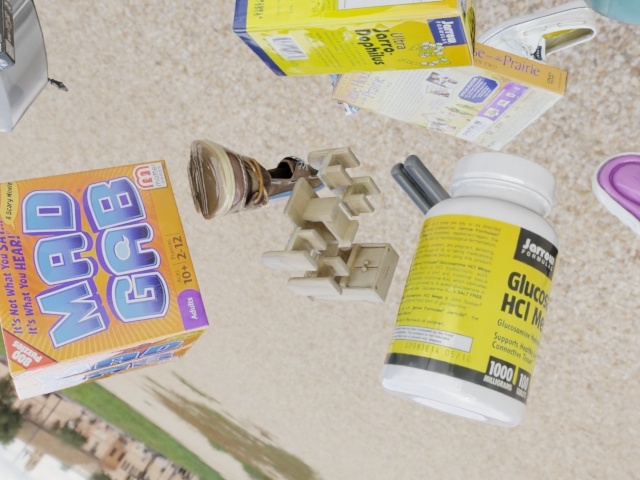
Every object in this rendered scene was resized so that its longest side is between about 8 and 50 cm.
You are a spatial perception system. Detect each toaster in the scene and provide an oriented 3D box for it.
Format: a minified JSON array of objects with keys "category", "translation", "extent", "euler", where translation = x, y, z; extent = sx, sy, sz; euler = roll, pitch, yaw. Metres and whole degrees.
[{"category":"toaster","translation":[-0.426,-0.236,0.847],"extent":[0.185,0.110,0.168],"euler":[18,148,-2]}]

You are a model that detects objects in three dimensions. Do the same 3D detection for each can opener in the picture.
[{"category":"can opener","translation":[0.270,-0.080,1.531],"extent":[0.076,0.095,0.283],"euler":[-31,109,37]}]

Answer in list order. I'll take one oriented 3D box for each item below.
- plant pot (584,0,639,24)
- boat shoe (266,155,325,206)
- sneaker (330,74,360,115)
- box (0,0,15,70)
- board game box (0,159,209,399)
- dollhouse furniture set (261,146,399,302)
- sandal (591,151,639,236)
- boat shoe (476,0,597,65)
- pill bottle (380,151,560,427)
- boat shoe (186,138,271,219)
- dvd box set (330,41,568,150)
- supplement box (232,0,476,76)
[{"category":"plant pot","translation":[0.530,-0.496,1.012],"extent":[0.293,0.293,0.235],"euler":[17,146,36]},{"category":"boat shoe","translation":[-0.050,-0.118,1.287],"extent":[0.066,0.183,0.066],"euler":[34,136,38]},{"category":"sneaker","translation":[0.055,-0.385,1.782],"extent":[0.059,0.053,0.144],"euler":[-37,77,29]},{"category":"box","translation":[-0.324,-0.189,0.653],"extent":[0.018,0.067,0.083],"euler":[66,-175,-60]},{"category":"board game box","translation":[-0.474,0.089,1.434],"extent":[0.356,0.356,0.356],"euler":[-44,61,62]},{"category":"dollhouse furniture set","translation":[0.000,0.000,1.168],"extent":[0.161,0.212,0.242],"euler":[-2,144,37]},{"category":"sandal","translation":[0.607,-0.035,1.093],"extent":[0.416,0.169,0.102],"euler":[36,165,40]},{"category":"boat shoe","translation":[0.653,-0.590,2.110],"extent":[0.367,0.156,0.136],"euler":[-13,149,19]},{"category":"pill bottle","translation":[0.210,0.061,0.927],"extent":[0.188,0.334,0.188],"euler":[16,166,4]},{"category":"boat shoe","translation":[-0.139,-0.098,1.108],"extent":[0.342,0.123,0.123],"euler":[174,86,-76]},{"category":"dvd box set","translation":[0.253,-0.325,1.468],"extent":[0.420,0.062,0.307],"euler":[16,163,-6]},{"category":"supplement box","translation":[0.064,-0.397,1.120],"extent":[0.356,0.194,0.195],"euler":[2,172,19]}]
